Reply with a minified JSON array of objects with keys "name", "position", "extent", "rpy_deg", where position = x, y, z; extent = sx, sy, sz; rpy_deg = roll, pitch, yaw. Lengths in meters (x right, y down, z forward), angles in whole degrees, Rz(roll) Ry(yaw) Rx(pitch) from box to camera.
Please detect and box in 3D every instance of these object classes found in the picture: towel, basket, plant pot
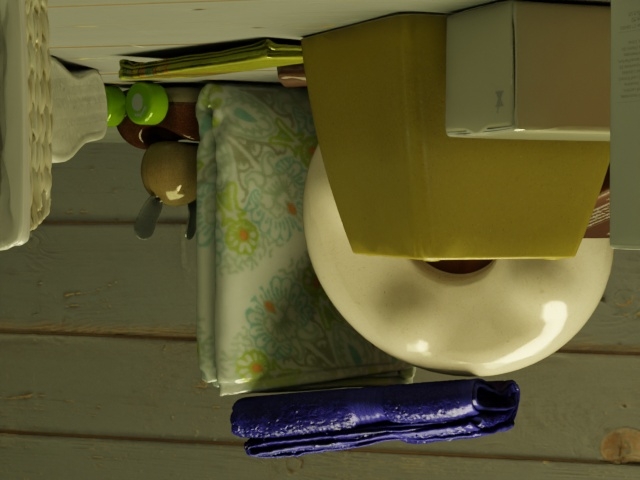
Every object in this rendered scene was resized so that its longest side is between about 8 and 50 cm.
[{"name":"towel","position":[-0.084,-0.169,1.454],"extent":[0.102,0.021,0.237],"rpy_deg":[-8,-174,-40]},{"name":"towel","position":[0.070,0.212,1.852],"extent":[0.308,0.076,0.227],"rpy_deg":[-7,172,20]},{"name":"towel","position":[0.000,0.000,1.904],"extent":[0.320,0.375,0.090],"rpy_deg":[-1,-179,-37]},{"name":"basket","position":[-0.211,-0.082,0.871],"extent":[0.113,0.167,0.103],"rpy_deg":[0,-174,2]},{"name":"plant pot","position":[0.117,-0.078,1.285],"extent":[0.212,0.187,0.212],"rpy_deg":[-1,-179,-23]}]

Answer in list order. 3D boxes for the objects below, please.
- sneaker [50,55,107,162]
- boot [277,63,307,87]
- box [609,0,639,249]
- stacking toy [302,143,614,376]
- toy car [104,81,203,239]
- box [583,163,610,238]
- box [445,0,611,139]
[{"name":"sneaker","position":[-0.329,-0.128,1.570],"extent":[0.169,0.108,0.292],"rpy_deg":[-3,-178,6]},{"name":"boot","position":[0.001,-0.163,1.519],"extent":[0.114,0.037,0.106],"rpy_deg":[6,-179,18]},{"name":"box","position":[0.261,-0.078,0.991],"extent":[0.130,0.171,0.091],"rpy_deg":[0,-179,-31]},{"name":"stacking toy","position":[0.212,-0.082,1.862],"extent":[0.350,0.351,0.480],"rpy_deg":[1,-159,22]},{"name":"toy car","position":[-0.189,-0.094,1.910],"extent":[0.149,0.188,0.155],"rpy_deg":[1,-178,44]},{"name":"box","position":[0.366,-0.089,1.510],"extent":[0.381,0.143,0.191],"rpy_deg":[1,164,-32]},{"name":"box","position":[0.237,-0.121,1.159],"extent":[0.275,0.094,0.113],"rpy_deg":[0,-179,-23]}]
